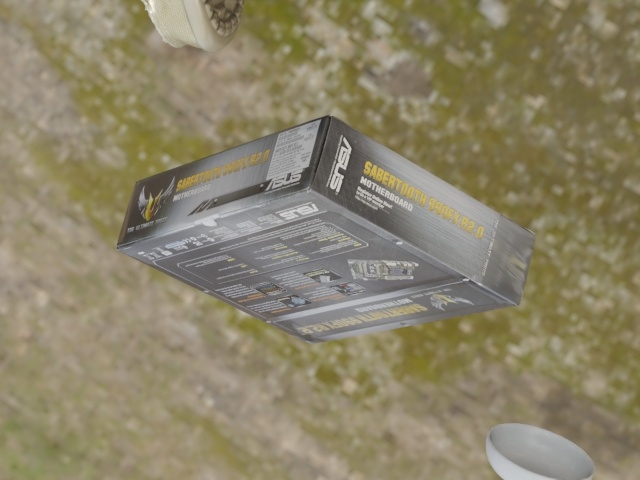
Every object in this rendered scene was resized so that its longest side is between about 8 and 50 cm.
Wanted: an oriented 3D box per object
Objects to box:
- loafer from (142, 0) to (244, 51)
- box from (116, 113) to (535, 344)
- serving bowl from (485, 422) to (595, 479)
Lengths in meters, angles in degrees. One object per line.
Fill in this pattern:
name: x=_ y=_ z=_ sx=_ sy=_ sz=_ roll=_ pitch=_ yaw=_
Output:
loafer: x=-0.136 y=-0.239 z=1.204 sx=0.092 sy=0.102 sz=0.268 roll=-24 pitch=91 yaw=23
box: x=0.000 y=0.000 z=1.242 sx=0.183 sy=0.056 sz=0.231 roll=27 pitch=156 yaw=-30
serving bowl: x=0.159 y=0.167 z=1.359 sx=0.083 sy=0.083 sz=0.027 roll=24 pitch=110 yaw=19
